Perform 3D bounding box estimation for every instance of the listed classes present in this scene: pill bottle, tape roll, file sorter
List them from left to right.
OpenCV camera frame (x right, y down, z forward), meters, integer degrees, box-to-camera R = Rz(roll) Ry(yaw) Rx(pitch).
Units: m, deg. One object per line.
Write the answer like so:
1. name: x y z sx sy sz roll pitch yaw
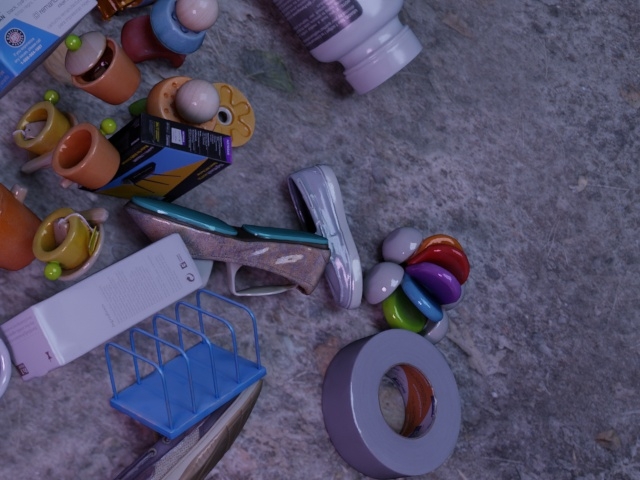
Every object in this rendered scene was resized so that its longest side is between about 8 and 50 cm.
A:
1. file sorter: -0.172 0.150 1.365 0.170 0.118 0.104 -31 128 -41
2. pill bottle: 0.020 -0.396 1.696 0.318 0.176 0.176 53 50 -11
3. tape roll: 0.109 0.246 1.609 0.219 0.072 0.219 14 67 -35

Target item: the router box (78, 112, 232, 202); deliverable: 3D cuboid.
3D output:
1. router box: -0.218 -0.102 1.401 0.133 0.179 0.046 11 67 -35

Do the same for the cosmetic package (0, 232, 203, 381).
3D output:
1. cosmetic package: -0.273 0.081 1.336 0.231 0.117 0.085 -29 93 -42

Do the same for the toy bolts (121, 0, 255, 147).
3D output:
1. toy bolts: -0.163 -0.239 1.506 0.218 0.158 0.228 -8 79 -40

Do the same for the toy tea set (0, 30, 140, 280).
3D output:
1. toy tea set: -0.339 -0.110 1.289 0.124 0.200 0.336 40 51 -47

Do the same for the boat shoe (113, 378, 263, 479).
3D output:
1. boat shoe: -0.176 0.260 1.363 0.092 0.103 0.285 31 51 12

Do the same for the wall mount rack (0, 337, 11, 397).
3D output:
1. wall mount rack: -0.475 0.102 1.130 0.350 0.130 0.304 -1 90 -39

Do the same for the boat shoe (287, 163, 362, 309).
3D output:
1. boat shoe: 0.000 -0.001 1.617 0.081 0.079 0.227 -12 83 -21

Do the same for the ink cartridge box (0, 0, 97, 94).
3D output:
1. ink cartridge box: -0.435 -0.298 1.304 0.233 0.168 0.171 46 52 -15

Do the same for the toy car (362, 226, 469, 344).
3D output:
1. toy car: 0.168 0.066 1.677 0.159 0.136 0.182 45 52 -18

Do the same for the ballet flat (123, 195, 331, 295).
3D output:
1. ballet flat: -0.129 0.021 1.480 0.316 0.107 0.106 13 99 -26

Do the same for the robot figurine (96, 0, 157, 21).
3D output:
1. robot figurine: -0.247 -0.444 1.561 0.211 0.085 0.291 54 50 -11
